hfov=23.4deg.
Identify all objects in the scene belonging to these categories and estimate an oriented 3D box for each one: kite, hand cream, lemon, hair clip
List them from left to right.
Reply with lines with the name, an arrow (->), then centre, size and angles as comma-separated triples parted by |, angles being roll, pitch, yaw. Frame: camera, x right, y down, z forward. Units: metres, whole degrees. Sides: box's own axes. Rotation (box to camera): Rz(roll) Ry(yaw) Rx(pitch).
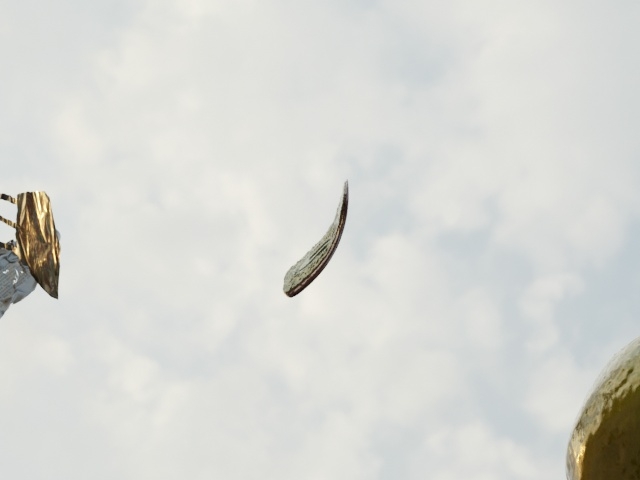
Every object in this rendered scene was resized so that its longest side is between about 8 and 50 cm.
hand cream -> -0.403, 0.049, 1.970 | 0.050, 0.257, 0.084 | -33, -82, 36
kite -> -0.356, -0.008, 1.833 | 0.229, 0.016, 0.127 | 17, -69, 57
hair clip -> 0.001, 0.001, 1.565 | 0.022, 0.054, 0.137 | 24, -64, -16
lemon -> 0.287, 0.156, 1.177 | 0.184, 0.184, 0.248 | 33, -62, 16
